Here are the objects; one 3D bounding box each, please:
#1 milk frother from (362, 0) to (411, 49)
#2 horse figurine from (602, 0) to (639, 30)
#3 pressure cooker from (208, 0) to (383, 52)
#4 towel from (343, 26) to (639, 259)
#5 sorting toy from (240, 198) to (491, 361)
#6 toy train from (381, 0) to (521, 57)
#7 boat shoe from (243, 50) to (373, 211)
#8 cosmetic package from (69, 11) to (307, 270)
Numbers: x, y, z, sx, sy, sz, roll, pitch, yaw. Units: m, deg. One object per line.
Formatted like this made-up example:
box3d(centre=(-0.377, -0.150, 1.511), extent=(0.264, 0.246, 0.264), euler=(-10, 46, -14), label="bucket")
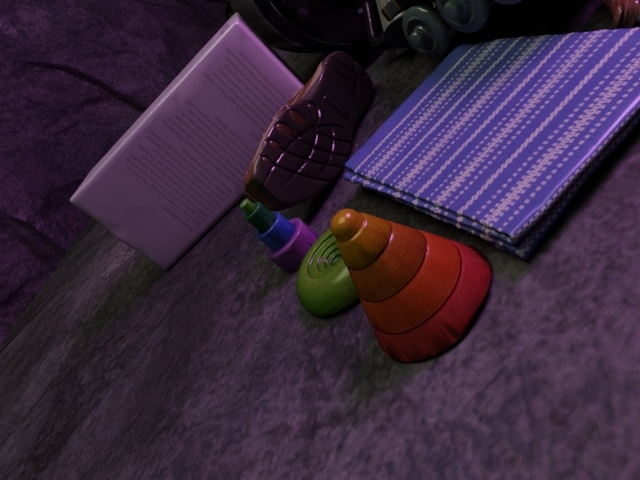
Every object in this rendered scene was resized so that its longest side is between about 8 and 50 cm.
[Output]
box3d(centre=(0.150, -0.384, 0.897), extent=(0.129, 0.143, 0.134), euler=(126, 136, -68), label="milk frother")
box3d(centre=(0.350, -0.317, 0.514), extent=(0.263, 0.066, 0.174), euler=(-41, 32, 10), label="horse figurine")
box3d(centre=(-0.025, -0.558, 1.087), extent=(0.375, 0.370, 0.420), euler=(-58, 24, 7), label="pressure cooker")
box3d(centre=(0.172, -0.119, 0.568), extent=(0.243, 0.040, 0.336), euler=(-47, 27, -3), label="towel")
box3d(centre=(0.000, 0.000, 0.559), extent=(0.127, 0.126, 0.365), euler=(-54, 27, -10), label="sorting toy")
box3d(centre=(0.165, -0.354, 0.647), extent=(0.142, 0.190, 0.334), euler=(-41, 10, -13), label="toy train")
box3d(centre=(-0.022, -0.158, 0.837), extent=(0.120, 0.122, 0.324), euler=(-27, 25, 48), label="boat shoe")
box3d(centre=(-0.233, -0.184, 1.059), extent=(0.453, 0.230, 0.161), euler=(-42, 26, 13), label="cosmetic package")
